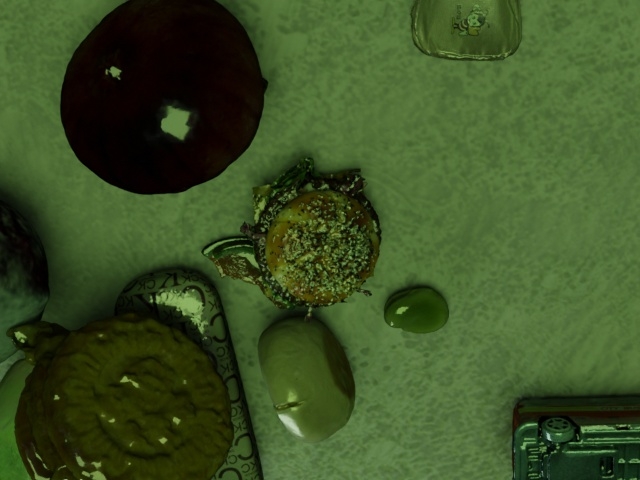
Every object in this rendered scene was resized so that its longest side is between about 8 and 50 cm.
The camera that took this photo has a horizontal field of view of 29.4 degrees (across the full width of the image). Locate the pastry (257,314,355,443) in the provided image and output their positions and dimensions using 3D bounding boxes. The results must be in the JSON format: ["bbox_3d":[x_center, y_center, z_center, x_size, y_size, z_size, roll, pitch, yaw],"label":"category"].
[{"bbox_3d":[-0.017,0.170,1.494,0.092,0.156,0.156,-26,108,16],"label":"pastry"}]

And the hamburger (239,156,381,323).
[{"bbox_3d":[-0.003,-0.003,1.447,0.164,0.093,0.189,-22,105,-8],"label":"hamburger"}]

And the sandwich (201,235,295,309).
[{"bbox_3d":[-0.081,0.033,1.507,0.135,0.029,0.067,25,107,-10],"label":"sandwich"}]

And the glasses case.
[{"bbox_3d":[-0.164,0.205,1.541,0.137,0.085,0.354,-11,109,2],"label":"glasses case"}]

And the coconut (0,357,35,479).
[{"bbox_3d":[-0.318,0.246,1.499,0.205,0.236,0.236,-22,113,44],"label":"coconut"}]

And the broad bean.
[{"bbox_3d":[0.120,0.087,1.521,0.083,0.045,0.063,3,112,-9],"label":"broad bean"}]

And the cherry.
[{"bbox_3d":[-0.462,0.050,1.414,0.296,0.218,0.254,3,104,-7],"label":"cherry"}]

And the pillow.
[{"bbox_3d":[0.164,-0.315,1.373,0.131,0.038,0.232,-1,113,3],"label":"pillow"}]

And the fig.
[{"bbox_3d":[-0.168,-0.154,1.345,0.235,0.235,0.214,-14,147,5],"label":"fig"}]

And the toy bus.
[{"bbox_3d":[0.371,0.260,1.542,0.265,0.120,0.121,-2,110,1],"label":"toy bus"}]

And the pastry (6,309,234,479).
[{"bbox_3d":[-0.215,0.190,1.377,0.240,0.132,0.235,2,72,-38],"label":"pastry"}]
